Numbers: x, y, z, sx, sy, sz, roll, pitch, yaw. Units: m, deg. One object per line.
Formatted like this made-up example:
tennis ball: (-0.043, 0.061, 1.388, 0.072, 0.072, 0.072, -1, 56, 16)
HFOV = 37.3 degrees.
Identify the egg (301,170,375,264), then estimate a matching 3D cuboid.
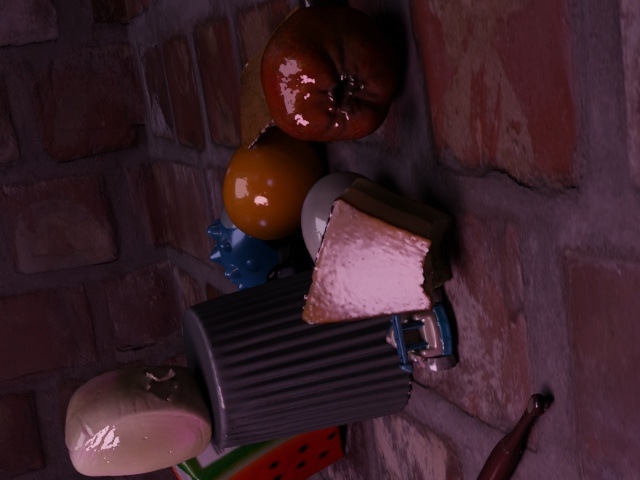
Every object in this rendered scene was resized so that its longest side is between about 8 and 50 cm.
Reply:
egg: (0.050, -0.009, 1.522, 0.151, 0.151, 0.209, 140, 114, -69)

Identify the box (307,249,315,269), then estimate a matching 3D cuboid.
box: (0.000, 0.000, 1.868, 0.126, 0.027, 0.125, 165, 95, -72)

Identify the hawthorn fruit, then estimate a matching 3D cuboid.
hawthorn fruit: (-0.001, -0.258, 1.433, 0.262, 0.211, 0.210, -136, 38, -60)

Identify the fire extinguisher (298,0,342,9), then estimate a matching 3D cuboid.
fire extinguisher: (-0.019, -0.432, 1.556, 0.072, 0.089, 0.267, -11, -91, -83)

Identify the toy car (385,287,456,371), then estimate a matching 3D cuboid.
toy car: (0.133, 0.138, 1.458, 0.161, 0.098, 0.126, 175, 85, -69)

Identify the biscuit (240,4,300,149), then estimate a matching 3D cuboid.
biscuit: (-0.078, -0.304, 1.707, 0.232, 0.013, 0.236, -42, 39, 35)

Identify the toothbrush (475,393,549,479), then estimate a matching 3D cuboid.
toothbrush: (0.250, 0.313, 1.323, 0.364, 0.041, 0.041, 102, 150, -48)

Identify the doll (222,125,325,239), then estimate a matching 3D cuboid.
doll: (-0.063, -0.092, 1.770, 0.236, 0.213, 0.213, 23, 135, 17)

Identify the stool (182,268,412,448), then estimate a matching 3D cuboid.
stool: (-0.050, 0.201, 1.662, 0.297, 0.330, 0.297, 168, 90, -71)

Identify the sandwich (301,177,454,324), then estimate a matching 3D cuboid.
sandwich: (0.089, 0.048, 1.375, 0.186, 0.108, 0.220, 25, 121, 14)

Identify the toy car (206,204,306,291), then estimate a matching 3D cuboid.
toy car: (-0.141, -0.006, 1.986, 0.188, 0.190, 0.255, -117, 21, -53)

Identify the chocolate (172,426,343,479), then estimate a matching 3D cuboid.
chocolate: (-0.123, 0.397, 1.918, 0.161, 0.360, 0.341, 53, 164, 32)

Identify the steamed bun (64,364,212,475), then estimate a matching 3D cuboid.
steamed bun: (-0.307, 0.284, 1.582, 0.170, 0.239, 0.152, -114, 22, -50)
